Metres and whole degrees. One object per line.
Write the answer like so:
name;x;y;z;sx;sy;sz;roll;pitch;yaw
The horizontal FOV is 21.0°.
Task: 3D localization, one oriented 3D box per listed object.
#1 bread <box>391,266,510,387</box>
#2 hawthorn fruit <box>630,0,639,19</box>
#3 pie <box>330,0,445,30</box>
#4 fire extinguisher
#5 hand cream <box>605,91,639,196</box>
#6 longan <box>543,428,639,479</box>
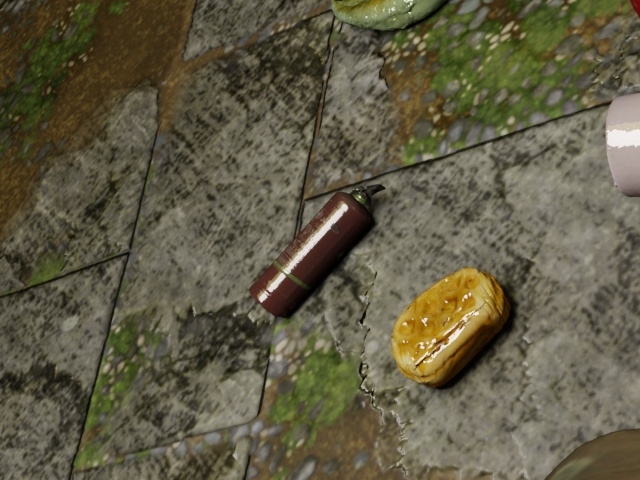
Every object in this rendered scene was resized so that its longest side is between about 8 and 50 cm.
bread;0.106;0.070;1.430;0.111;0.044;0.083;-45;34;6
hawthorn fruit;0.300;-0.254;1.244;0.210;0.266;0.230;-16;30;45
pie;0.087;-0.288;1.742;0.187;0.041;0.187;-27;43;29
fire extinguisher;0.000;0.000;1.599;0.157;0.045;0.078;-49;15;6
hand cream;0.344;-0.087;1.298;0.248;0.083;0.133;-4;57;32
longan;0.208;0.227;1.042;0.248;0.248;0.248;-27;44;29
